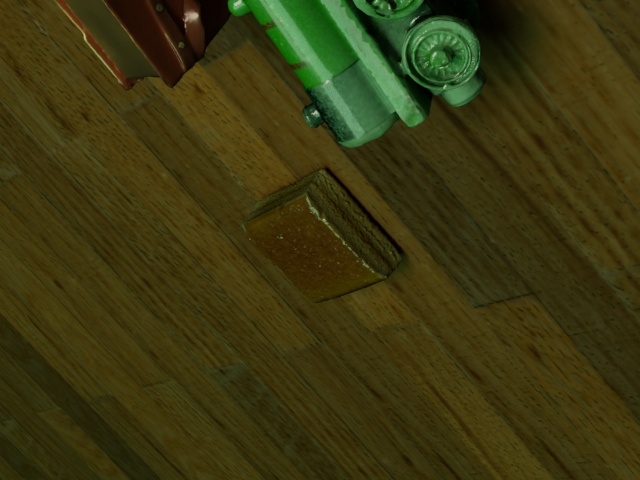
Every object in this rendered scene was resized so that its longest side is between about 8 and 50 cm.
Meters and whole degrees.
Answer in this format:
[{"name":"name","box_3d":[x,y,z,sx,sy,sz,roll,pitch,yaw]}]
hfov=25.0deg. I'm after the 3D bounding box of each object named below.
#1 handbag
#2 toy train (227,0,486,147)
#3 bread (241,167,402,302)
[{"name":"handbag","box_3d":[-0.115,-0.194,0.829,0.062,0.127,0.190,3,138,45]},{"name":"toy train","box_3d":[-0.009,-0.162,0.784,0.119,0.085,0.251,-29,109,20]},{"name":"bread","box_3d":[0.000,0.000,1.052,0.090,0.035,0.094,47,146,-14]}]
